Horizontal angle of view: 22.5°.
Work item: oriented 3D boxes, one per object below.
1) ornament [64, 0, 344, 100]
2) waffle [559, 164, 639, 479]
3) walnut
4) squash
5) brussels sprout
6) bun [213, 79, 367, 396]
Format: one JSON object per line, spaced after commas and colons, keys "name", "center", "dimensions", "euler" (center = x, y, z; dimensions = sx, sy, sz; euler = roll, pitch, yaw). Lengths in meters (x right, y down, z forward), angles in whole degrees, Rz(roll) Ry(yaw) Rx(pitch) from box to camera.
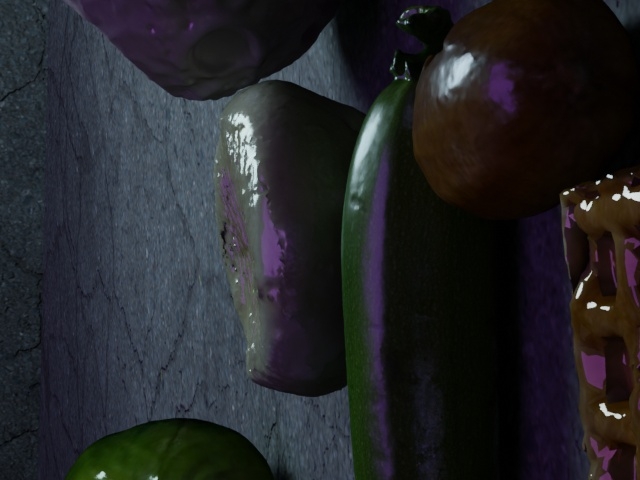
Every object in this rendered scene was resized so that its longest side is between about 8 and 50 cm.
{"name": "ornament", "center": [-0.091, -0.240, 1.212], "dimensions": [0.225, 0.259, 0.259], "euler": [-48, 26, 3]}
{"name": "waffle", "center": [0.194, 0.066, 0.581], "dimensions": [0.308, 0.091, 0.212], "euler": [163, 103, -74]}
{"name": "walnut", "center": [0.103, -0.068, 0.844], "dimensions": [0.207, 0.116, 0.115], "euler": [133, 133, -76]}
{"name": "squash", "center": [0.063, 0.045, 0.993], "dimensions": [0.101, 0.101, 0.378], "euler": [-161, 71, -72]}
{"name": "brussels sprout", "center": [-0.140, 0.278, 1.474], "dimensions": [0.271, 0.220, 0.210], "euler": [-87, -3, -73]}
{"name": "bun", "center": [0.000, 0.000, 1.127], "dimensions": [0.231, 0.133, 0.231], "euler": [172, 90, -78]}
